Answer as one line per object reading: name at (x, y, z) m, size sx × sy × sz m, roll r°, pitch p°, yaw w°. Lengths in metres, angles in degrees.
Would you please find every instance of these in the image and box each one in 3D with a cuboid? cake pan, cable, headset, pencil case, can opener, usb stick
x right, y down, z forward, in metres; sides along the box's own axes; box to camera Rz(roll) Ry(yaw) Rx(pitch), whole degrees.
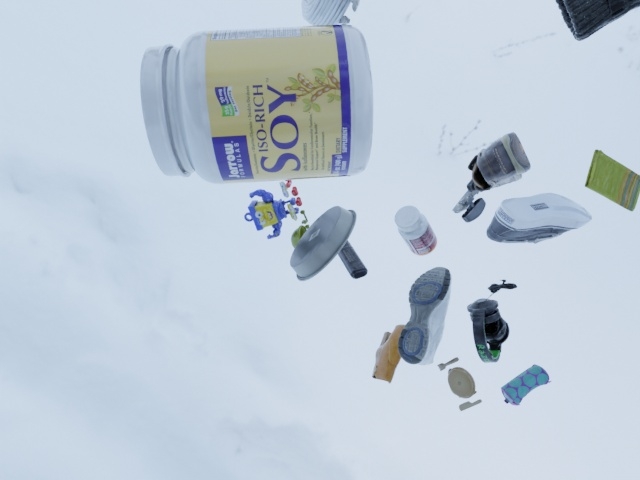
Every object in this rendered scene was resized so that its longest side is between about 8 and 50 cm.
cake pan at (0.000, 0.000, 1.520) m, size 0.054 × 0.293 × 0.293 m, roll 39°, pitch 44°, yaw -16°
cable at (0.028, -0.645, 1.123) m, size 0.089 × 0.257 × 0.257 m, roll 11°, pitch 96°, yaw -23°
headset at (0.749, 0.336, 1.994) m, size 0.243 × 0.185 × 0.394 m, roll 56°, pitch 38°, yaw -29°
pencil case at (0.634, 0.449, 1.437) m, size 0.151 × 0.064 × 0.070 m, roll -30°, pitch 64°, yaw -12°
can opener at (0.581, -0.183, 1.676) m, size 0.095 × 0.076 × 0.283 m, roll 47°, pitch 72°, yaw -14°
usb stick at (0.124, 0.074, 1.951) m, size 0.077 × 0.045 × 0.278 m, roll -15°, pitch 29°, yaw -9°

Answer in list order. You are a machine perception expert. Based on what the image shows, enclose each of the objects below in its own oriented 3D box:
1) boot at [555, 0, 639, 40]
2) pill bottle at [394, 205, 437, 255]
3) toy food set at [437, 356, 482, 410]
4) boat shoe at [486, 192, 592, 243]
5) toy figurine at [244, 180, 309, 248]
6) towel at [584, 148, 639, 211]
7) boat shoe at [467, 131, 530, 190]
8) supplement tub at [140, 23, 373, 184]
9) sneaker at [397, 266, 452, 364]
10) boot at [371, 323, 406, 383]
boot at (0.749, -0.741, 1.230) m, size 0.131 × 0.260 × 0.348 m, roll 8°, pitch 66°, yaw -56°
pill bottle at (0.377, -0.039, 1.838) m, size 0.221 × 0.121 × 0.121 m, roll 47°, pitch 31°, yaw -49°
toy food set at (0.552, 0.555, 1.816) m, size 0.038 × 0.132 × 0.192 m, roll -7°, pitch 64°, yaw -40°
boat shoe at (0.527, -0.042, 1.123) m, size 0.301 × 0.102 × 0.108 m, roll -7°, pitch 49°, yaw -29°
toy figurine at (-0.183, -0.099, 1.811) m, size 0.191 × 0.217 × 0.363 m, roll -88°, pitch 162°, yaw -60°
towel at (0.775, -0.154, 1.216) m, size 0.237 × 0.021 × 0.102 m, roll 15°, pitch 89°, yaw -31°
boat shoe at (0.467, -0.207, 1.262) m, size 0.132 × 0.130 × 0.355 m, roll 68°, pitch 16°, yaw 7°
supplement tub at (-0.093, -0.217, 0.758) m, size 0.331 × 0.241 × 0.241 m, roll -4°, pitch 56°, yaw -2°
sneaker at (0.312, 0.218, 1.340) m, size 0.129 × 0.111 × 0.297 m, roll 37°, pitch 71°, yaw -47°
boot at (0.298, 0.453, 1.824) m, size 0.104 × 0.295 × 0.211 m, roll 23°, pitch 65°, yaw -10°
